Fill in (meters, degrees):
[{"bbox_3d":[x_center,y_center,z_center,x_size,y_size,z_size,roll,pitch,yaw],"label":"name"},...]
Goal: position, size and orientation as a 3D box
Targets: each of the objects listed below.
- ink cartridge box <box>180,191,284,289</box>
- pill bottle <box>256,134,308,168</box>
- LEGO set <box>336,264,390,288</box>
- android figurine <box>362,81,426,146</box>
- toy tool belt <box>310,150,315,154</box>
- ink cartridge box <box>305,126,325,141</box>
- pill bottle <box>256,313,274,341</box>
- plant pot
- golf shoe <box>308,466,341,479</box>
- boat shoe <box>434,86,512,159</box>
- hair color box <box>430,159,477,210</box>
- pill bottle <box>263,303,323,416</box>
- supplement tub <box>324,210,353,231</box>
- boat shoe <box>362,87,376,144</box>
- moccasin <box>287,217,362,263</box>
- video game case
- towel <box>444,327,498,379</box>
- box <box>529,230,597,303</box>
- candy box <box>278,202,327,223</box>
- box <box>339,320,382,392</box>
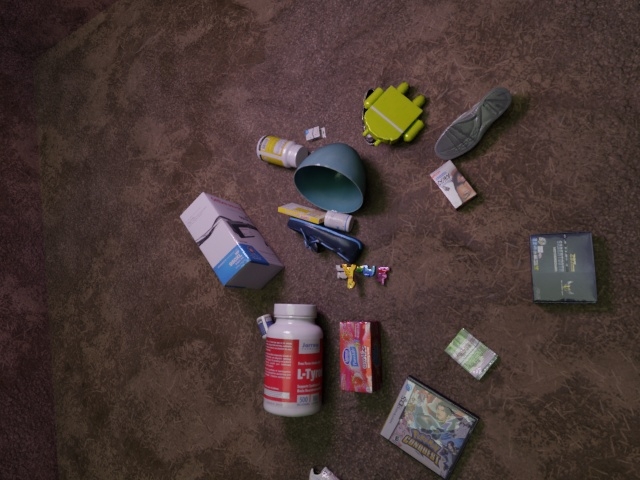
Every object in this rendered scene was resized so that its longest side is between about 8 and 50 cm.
[{"bbox_3d":[-0.379,0.007,1.868,0.166,0.285,0.395,-44,68,12],"label":"ink cartridge box"},{"bbox_3d":[-0.168,-0.390,1.919,0.208,0.119,0.119,20,91,26],"label":"pill bottle"},{"bbox_3d":[0.152,0.145,1.707,0.227,0.087,0.093,1,83,27],"label":"LEGO set"},{"bbox_3d":[0.284,-0.494,1.713,0.248,0.056,0.273,40,86,8],"label":"android figurine"},{"bbox_3d":[-0.017,-0.348,1.886,0.083,0.052,0.051,57,138,24],"label":"toy tool belt"},{"bbox_3d":[-0.022,-0.472,1.912,0.083,0.028,0.048,-13,77,23],"label":"ink cartridge box"},{"bbox_3d":[-0.226,0.384,1.862,0.067,0.067,0.120,-29,71,19],"label":"pill bottle"},{"bbox_3d":[0.062,-0.274,1.729,0.290,0.290,0.196,10,61,26],"label":"plant pot"},{"bbox_3d":[0.032,0.920,1.664,0.176,0.069,0.086,-7,73,23],"label":"golf shoe"},{"bbox_3d":[0.560,-0.425,1.601,0.118,0.103,0.320,44,108,4],"label":"boat shoe"},{"bbox_3d":[0.496,-0.205,1.614,0.093,0.053,0.167,-37,70,15],"label":"hair color box"},{"bbox_3d":[-0.103,0.456,1.703,0.228,0.229,0.408,-2,82,25],"label":"pill bottle"},{"bbox_3d":[0.077,-0.079,1.777,0.107,0.071,0.071,14,89,18],"label":"supplement tub"},{"bbox_3d":[0.207,-0.512,1.786,0.081,0.068,0.228,-1,82,25],"label":"boat shoe"},{"bbox_3d":[0.000,0.000,1.775,0.341,0.137,0.117,22,97,27],"label":"moccasin"},{"bbox_3d":[0.383,0.664,1.550,0.274,0.035,0.248,27,94,26],"label":"video game case"},{"bbox_3d":[0.530,0.400,1.526,0.152,0.023,0.113,40,99,25],"label":"towel"},{"bbox_3d":[0.794,0.091,1.425,0.183,0.059,0.233,-2,81,24],"label":"box"},{"bbox_3d":[-0.068,-0.117,1.840,0.205,0.105,0.027,18,112,27],"label":"candy box"},{"bbox_3d":[0.153,0.436,1.643,0.128,0.122,0.257,-5,81,26],"label":"box"}]
